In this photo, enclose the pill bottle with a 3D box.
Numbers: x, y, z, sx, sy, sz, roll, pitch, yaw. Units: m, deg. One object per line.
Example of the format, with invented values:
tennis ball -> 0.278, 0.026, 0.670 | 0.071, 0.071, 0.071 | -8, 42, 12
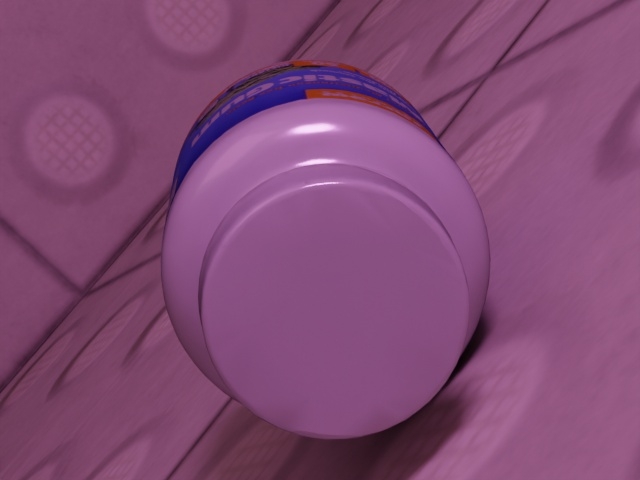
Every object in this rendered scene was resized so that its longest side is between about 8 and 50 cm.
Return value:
pill bottle -> 0.000, 0.000, 0.850 | 0.152, 0.152, 0.272 | -45, 11, 6
